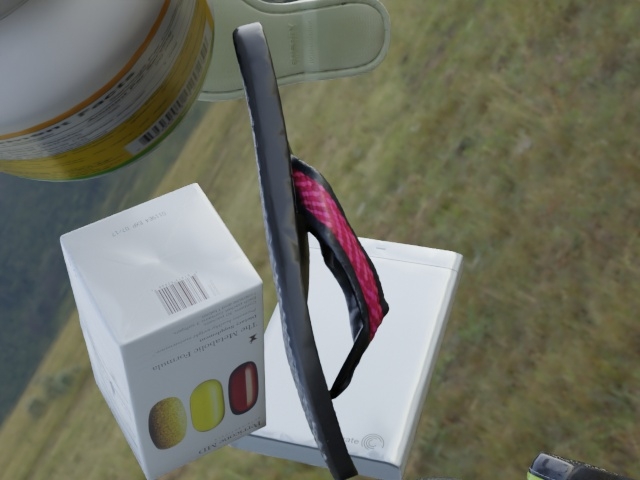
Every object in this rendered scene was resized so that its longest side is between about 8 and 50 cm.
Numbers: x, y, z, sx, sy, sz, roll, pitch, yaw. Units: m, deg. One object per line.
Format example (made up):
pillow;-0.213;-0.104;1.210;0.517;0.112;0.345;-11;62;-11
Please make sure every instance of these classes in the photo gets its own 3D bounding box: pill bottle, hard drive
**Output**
pill bottle;-0.112;-0.097;0.398;0.136;0.136;0.246;-62;0;-3
hard drive;0.040;0.141;1.559;0.047;0.233;0.353;80;-156;-47

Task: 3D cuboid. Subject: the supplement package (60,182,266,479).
supplement package;-0.139;0.091;1.086;0.139;0.134;0.244;-24;-34;-18

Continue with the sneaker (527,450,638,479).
sneaker;0.269;0.278;1.188;0.084;0.234;0.097;12;82;45

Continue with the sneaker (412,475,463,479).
sneaker;0.014;0.420;1.028;0.447;0.257;0.169;-33;-32;-13

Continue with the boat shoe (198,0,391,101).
boat shoe;-0.091;-0.222;1.232;0.113;0.340;0.127;22;119;54

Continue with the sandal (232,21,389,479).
sandal;0.000;0.000;0.442;0.067;0.040;0.179;101;160;-78
